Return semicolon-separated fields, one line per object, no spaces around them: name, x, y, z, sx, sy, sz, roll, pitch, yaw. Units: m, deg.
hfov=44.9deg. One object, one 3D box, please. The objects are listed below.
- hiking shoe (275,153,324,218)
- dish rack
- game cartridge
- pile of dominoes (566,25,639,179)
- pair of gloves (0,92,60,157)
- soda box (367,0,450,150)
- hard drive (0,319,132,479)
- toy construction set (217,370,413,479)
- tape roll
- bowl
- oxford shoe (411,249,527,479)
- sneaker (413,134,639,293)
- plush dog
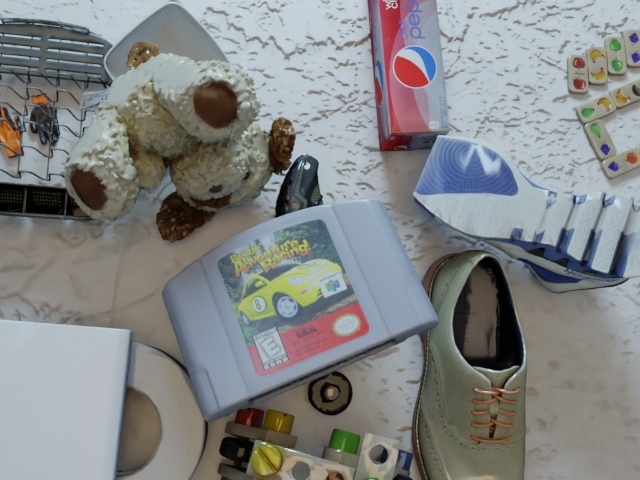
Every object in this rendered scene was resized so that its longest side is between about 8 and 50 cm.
hiking shoe;0.000;0.000;1.030;0.114;0.086;0.226;2;89;-14
dish rack;-0.372;-0.161;1.007;0.208;0.074;0.271;4;84;-10
game cartridge;-0.033;0.069;0.924;0.294;0.060;0.196;-23;66;-3
pile of dominoes;0.489;-0.225;1.122;0.251;0.040;0.196;-24;84;-9
pair of gloves;-0.398;-0.156;1.047;0.083;0.010;0.074;-19;87;-9
soda box;0.117;-0.262;1.068;0.083;0.092;0.263;-4;81;-5
hard drive;-0.343;0.255;0.897;0.210;0.040;0.318;5;81;-4
toy construction set;-0.025;0.302;0.891;0.257;0.237;0.309;41;80;2
tape roll;-0.252;0.236;0.966;0.219;0.072;0.219;1;81;-4
bowl;-0.203;-0.228;1.040;0.142;0.053;0.142;-44;109;-9
oxford shoe;0.193;0.205;0.971;0.141;0.146;0.397;-5;82;-6
sneaker;0.275;-0.008;1.016;0.316;0.182;0.127;24;75;19
plush dog;-0.159;-0.121;0.975;0.262;0.225;0.210;-32;41;15
